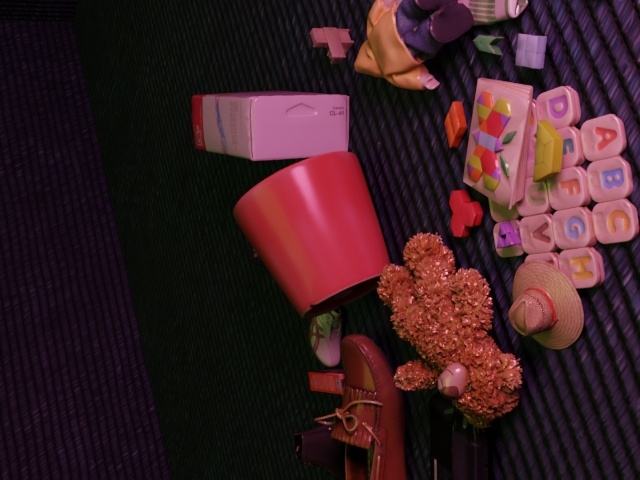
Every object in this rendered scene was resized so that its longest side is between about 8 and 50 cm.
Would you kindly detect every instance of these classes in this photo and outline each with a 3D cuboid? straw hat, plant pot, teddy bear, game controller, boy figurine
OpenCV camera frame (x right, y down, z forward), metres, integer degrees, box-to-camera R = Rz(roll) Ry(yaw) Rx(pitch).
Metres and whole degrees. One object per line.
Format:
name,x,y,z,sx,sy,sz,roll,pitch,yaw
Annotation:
straw hat,0.308,0.105,1.197,0.144,0.061,0.144,40,141,43
plant pot,0.000,0.000,1.578,0.243,0.275,0.275,65,148,13
teddy bear,0.194,0.144,1.352,0.245,0.113,0.337,-31,61,37
game controller,0.242,0.422,1.432,0.166,0.067,0.319,-152,60,-73
boy figurine,0.141,-0.325,1.371,0.177,0.092,0.285,62,161,-2

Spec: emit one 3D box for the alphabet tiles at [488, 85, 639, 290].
alphabet tiles,0.331,-0.069,1.187,0.278,0.021,0.284,-11,86,61

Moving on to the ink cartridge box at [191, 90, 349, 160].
ink cartridge box,-0.112,-0.247,1.737,0.306,0.226,0.131,22,116,59

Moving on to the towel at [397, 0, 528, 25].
towel,0.211,-0.462,1.301,0.325,0.038,0.247,21,115,58

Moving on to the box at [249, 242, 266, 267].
box,-0.094,-0.018,1.892,0.158,0.093,0.155,11,106,59

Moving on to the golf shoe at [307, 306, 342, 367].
golf shoe,0.014,0.179,1.766,0.086,0.068,0.186,-23,75,59

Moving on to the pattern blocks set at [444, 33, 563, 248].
pattern blocks set,0.265,-0.149,1.248,0.285,0.026,0.324,-161,68,-66

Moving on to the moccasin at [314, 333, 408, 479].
moccasin,0.079,0.373,1.607,0.139,0.147,0.379,7,102,61

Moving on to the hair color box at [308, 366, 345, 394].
hair color box,0.038,0.295,1.744,0.141,0.072,0.043,-10,87,60

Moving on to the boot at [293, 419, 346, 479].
boot,0.007,0.486,1.773,0.077,0.137,0.197,-4,93,61

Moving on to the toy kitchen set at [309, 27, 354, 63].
toy kitchen set,0.016,-0.368,1.624,0.075,0.083,0.068,-45,57,55
